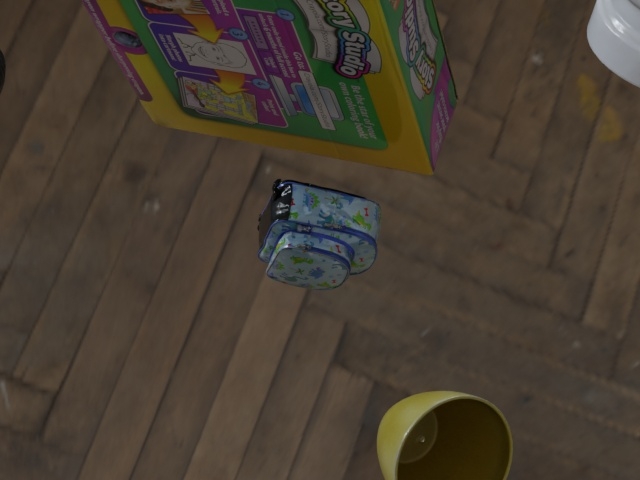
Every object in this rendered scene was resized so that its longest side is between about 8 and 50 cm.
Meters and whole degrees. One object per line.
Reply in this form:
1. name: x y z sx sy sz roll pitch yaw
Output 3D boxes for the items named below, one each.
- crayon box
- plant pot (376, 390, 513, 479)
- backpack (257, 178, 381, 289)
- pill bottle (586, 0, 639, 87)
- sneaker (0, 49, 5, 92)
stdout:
1. crayon box: -0.054 -0.215 1.597 0.313 0.363 0.106 10 66 18
2. plant pot: 0.108 0.203 1.678 0.134 0.095 0.134 -8 107 -27
3. backpack: 0.000 0.000 1.674 0.114 0.105 0.084 8 64 -11
4. pill bottle: 0.298 -0.243 1.248 0.153 0.265 0.153 11 38 -9
5. sneaker: -0.241 -0.062 1.118 0.051 0.170 0.089 9 65 -12
